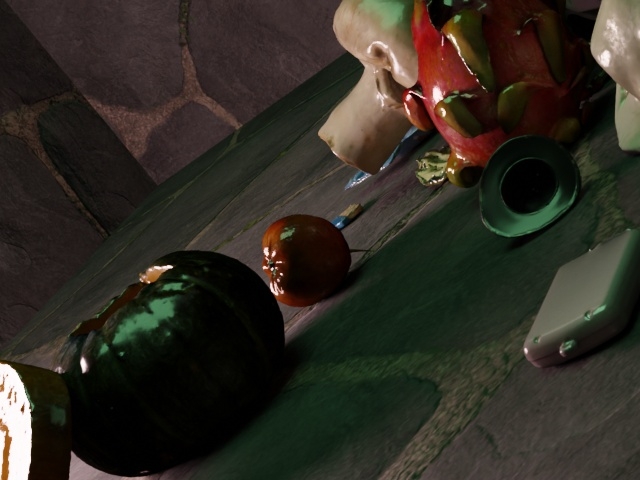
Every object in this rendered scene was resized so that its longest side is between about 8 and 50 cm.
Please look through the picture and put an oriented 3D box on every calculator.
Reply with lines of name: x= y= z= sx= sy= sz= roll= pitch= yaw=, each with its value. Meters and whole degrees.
calculator: x=0.229 y=0.048 z=1.277 sx=0.100 sy=0.032 sz=0.175 roll=-31 pitch=13 yaw=36

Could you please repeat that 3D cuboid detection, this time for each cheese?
cheese: x=0.130 y=-0.166 z=2.432 sx=0.135 sy=0.052 sz=0.244 roll=-31 pitch=14 yaw=47

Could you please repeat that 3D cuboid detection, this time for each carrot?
carrot: x=-0.363 y=0.270 z=1.747 sx=0.307 sy=0.100 sz=0.258 roll=-50 pitch=44 yaw=48

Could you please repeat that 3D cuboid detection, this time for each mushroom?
mushroom: x=0.128 y=-0.226 z=2.184 sx=0.290 sy=0.293 sz=0.292 roll=-58 pitch=10 yaw=5

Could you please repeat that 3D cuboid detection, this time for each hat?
hat: x=0.225 y=-0.051 z=1.621 sx=0.121 sy=0.121 sz=0.050 roll=-38 pitch=-28 yaw=5

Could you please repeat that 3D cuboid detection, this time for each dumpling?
dumpling: x=0.383 y=-0.207 z=1.603 sx=0.318 sy=0.187 sz=0.242 roll=-55 pitch=-22 yaw=-80

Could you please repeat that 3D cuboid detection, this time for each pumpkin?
pumpkin: x=-0.188 y=0.144 z=1.832 sx=0.320 sy=0.192 sz=0.320 roll=-36 pitch=13 yaw=10

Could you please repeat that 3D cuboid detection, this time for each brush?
brush: x=0.000 y=0.000 z=2.279 sx=0.164 sy=0.014 sz=0.051 roll=-42 pitch=10 yaw=-13

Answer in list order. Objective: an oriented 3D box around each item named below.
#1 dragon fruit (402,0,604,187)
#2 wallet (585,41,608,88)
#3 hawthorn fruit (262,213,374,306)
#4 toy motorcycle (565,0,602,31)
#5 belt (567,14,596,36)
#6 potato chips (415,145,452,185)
dragon fruit: x=0.213 y=-0.227 z=1.861 sx=0.228 sy=0.243 sz=0.307 roll=-16 pitch=44 yaw=27
wallet: x=0.334 y=-0.218 z=2.007 sx=0.110 sy=0.039 sz=0.155 roll=-44 pitch=11 yaw=-8
hawthorn fruit: x=-0.017 y=0.018 z=1.978 sx=0.140 sy=0.125 sz=0.125 roll=-41 pitch=11 yaw=-3
toy motorcycle: x=0.394 y=-0.353 z=2.080 sx=0.188 sy=0.143 sz=0.327 roll=-36 pitch=31 yaw=-4
belt: x=0.395 y=-0.401 z=2.261 sx=0.151 sy=0.078 sz=0.198 roll=22 pitch=69 yaw=33
potato chips: x=0.171 y=-0.111 z=2.128 sx=0.092 sy=0.028 sz=0.207 roll=-40 pitch=11 yaw=-8
